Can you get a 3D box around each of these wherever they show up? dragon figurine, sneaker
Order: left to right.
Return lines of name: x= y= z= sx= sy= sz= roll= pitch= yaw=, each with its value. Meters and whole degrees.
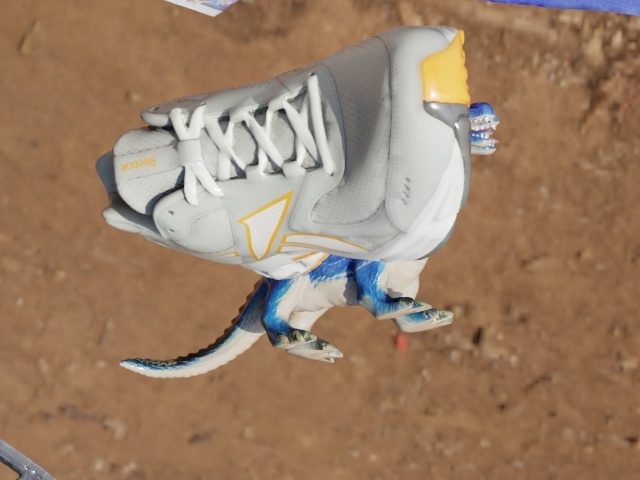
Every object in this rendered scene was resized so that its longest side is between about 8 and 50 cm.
sneaker: x=-0.027 y=-0.033 z=0.725 sx=0.121 sy=0.099 sz=0.262 roll=4 pitch=166 yaw=-25
dragon figurine: x=0.000 y=0.000 z=1.044 sx=0.289 sy=0.144 sz=0.085 roll=-20 pitch=160 yaw=23

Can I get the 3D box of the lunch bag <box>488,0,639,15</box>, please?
lunch bag: x=0.265 y=-0.372 z=1.489 sx=0.328 sy=0.385 sz=0.239 roll=6 pitch=151 yaw=8

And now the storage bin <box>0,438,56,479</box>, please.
storage bin: x=-0.242 y=0.168 z=0.942 sx=0.122 sy=0.084 sz=0.180 roll=37 pitch=147 yaw=-7

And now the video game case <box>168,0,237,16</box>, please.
video game case: x=-0.022 y=-0.132 z=0.631 sx=0.122 sy=0.011 sz=0.087 roll=-29 pitch=163 yaw=25
